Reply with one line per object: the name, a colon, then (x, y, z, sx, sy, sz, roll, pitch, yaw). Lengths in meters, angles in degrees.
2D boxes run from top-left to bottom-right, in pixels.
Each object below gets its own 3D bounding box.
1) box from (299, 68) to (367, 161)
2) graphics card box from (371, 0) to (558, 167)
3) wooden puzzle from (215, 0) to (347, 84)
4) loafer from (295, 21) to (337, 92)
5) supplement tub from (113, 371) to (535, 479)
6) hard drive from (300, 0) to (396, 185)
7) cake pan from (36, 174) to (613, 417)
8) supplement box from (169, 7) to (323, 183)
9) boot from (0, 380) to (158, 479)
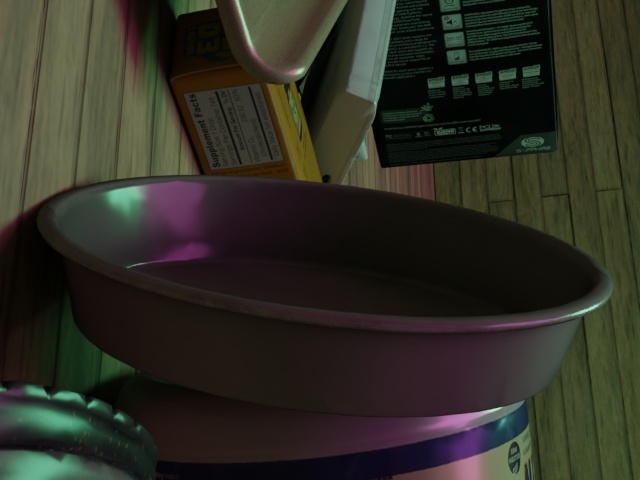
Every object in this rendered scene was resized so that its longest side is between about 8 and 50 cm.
box: (0.001, -0.267, 1.582, 0.322, 0.058, 0.232, 71, 16, -60)
graphics card box: (0.158, -0.244, 1.632, 0.371, 0.233, 0.094, 73, 14, -49)
wooden puzzle: (-0.069, -0.321, 0.982, 0.322, 0.080, 0.348, -67, 141, -54)
loafer: (-0.025, -0.205, 1.304, 0.080, 0.078, 0.220, 72, 15, -52)
supplement tub: (0.014, 0.224, 0.787, 0.235, 0.235, 0.325, -28, 112, -80)
hard drive: (0.015, -0.136, 1.299, 0.307, 0.040, 0.203, -78, -168, -52)
cake pan: (0.000, 0.022, 0.715, 0.293, 0.293, 0.054, -56, 154, -76)
supplement box: (-0.050, -0.073, 1.080, 0.233, 0.080, 0.078, 76, 11, -47)
boot: (-0.144, 0.143, 0.331, 0.338, 0.118, 0.222, 22, 65, -67)
